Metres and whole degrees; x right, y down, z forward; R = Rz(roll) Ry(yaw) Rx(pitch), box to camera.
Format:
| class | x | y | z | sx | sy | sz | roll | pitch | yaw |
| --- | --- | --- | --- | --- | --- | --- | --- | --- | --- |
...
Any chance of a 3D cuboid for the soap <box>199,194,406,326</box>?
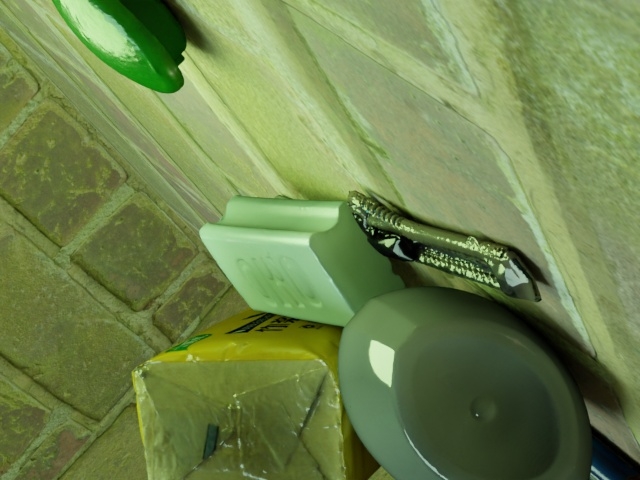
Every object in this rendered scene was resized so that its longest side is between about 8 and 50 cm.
| class | x | y | z | sx | sy | sz | roll | pitch | yaw |
| --- | --- | --- | --- | --- | --- | --- | --- | --- | --- |
| soap | -0.028 | 0.027 | 1.693 | 0.265 | 0.087 | 0.160 | 6 | 135 | 54 |

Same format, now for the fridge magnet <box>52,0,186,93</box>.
| class | x | y | z | sx | sy | sz | roll | pitch | yaw |
| --- | --- | --- | --- | --- | --- | --- | --- | --- | --- |
| fridge magnet | -0.226 | -0.245 | 1.430 | 0.208 | 0.088 | 0.208 | 40 | 172 | 7 |

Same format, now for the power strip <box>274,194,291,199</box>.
| class | x | y | z | sx | sy | sz | roll | pitch | yaw |
| --- | --- | --- | --- | --- | --- | --- | --- | --- | --- |
| power strip | 0.000 | 0.000 | 1.835 | 0.093 | 0.053 | 0.288 | 47 | 171 | -24 |

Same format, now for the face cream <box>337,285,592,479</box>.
| class | x | y | z | sx | sy | sz | roll | pitch | yaw |
| --- | --- | --- | --- | --- | --- | --- | --- | --- | --- |
| face cream | 0.156 | 0.186 | 1.451 | 0.312 | 0.219 | 0.357 | 41 | 174 | 2 |

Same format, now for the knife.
| class | x | y | z | sx | sy | sz | roll | pitch | yaw |
| --- | --- | --- | --- | --- | --- | --- | --- | --- | --- |
| knife | 0.114 | 0.007 | 1.321 | 0.089 | 0.043 | 0.365 | 44 | 172 | -24 |

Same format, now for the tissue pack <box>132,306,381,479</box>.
| class | x | y | z | sx | sy | sz | roll | pitch | yaw |
| --- | --- | --- | --- | --- | --- | --- | --- | --- | --- |
| tissue pack | -0.043 | 0.216 | 1.788 | 0.293 | 0.228 | 0.382 | -3 | -171 | 21 |

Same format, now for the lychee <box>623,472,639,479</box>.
| class | x | y | z | sx | sy | sz | roll | pitch | yaw |
| --- | --- | --- | --- | --- | --- | --- | --- | --- | --- |
| lychee | 0.388 | 0.367 | 1.506 | 0.188 | 0.188 | 0.188 | 41 | 173 | 6 |

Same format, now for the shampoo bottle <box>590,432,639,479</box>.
| class | x | y | z | sx | sy | sz | roll | pitch | yaw |
| --- | --- | --- | --- | --- | --- | --- | --- | --- | --- |
| shampoo bottle | 0.344 | 0.274 | 1.659 | 0.183 | 0.050 | 0.087 | 39 | 180 | 16 |
